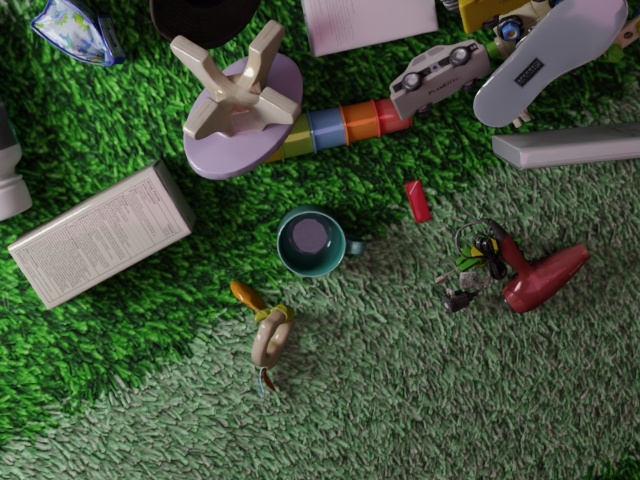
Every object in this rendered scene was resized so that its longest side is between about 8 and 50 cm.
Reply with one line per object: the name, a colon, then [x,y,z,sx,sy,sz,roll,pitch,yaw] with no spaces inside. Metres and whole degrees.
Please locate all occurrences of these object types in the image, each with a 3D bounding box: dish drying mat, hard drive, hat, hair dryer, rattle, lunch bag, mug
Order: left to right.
lunch bag: [-0.416,-0.364,1.561,0.151,0.129,0.096,40,99,-11]
hat: [-0.207,-0.505,1.509,0.134,0.331,0.331,34,103,27]
rattle: [-0.136,0.201,1.752,0.143,0.130,0.200,17,130,4]
mug: [-0.009,0.004,1.692,0.158,0.097,0.129,39,99,-12]
dish drying mat: [0.191,-0.077,1.729,0.032,0.008,0.083,-18,104,1]
hair dryer: [0.387,0.054,1.698,0.293,0.080,0.223,-7,134,-15]
hard drive: [0.491,-0.178,1.619,0.307,0.203,0.040,-6,105,-2]

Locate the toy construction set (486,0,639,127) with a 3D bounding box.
toy construction set: [0.435,-0.365,1.610,0.327,0.151,0.215,-34,128,13]

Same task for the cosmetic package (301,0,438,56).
cosmetic package: [0.087,-0.413,1.601,0.231,0.085,0.117,-12,104,-3]

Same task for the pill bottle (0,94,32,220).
pill bottle: [-0.653,-0.203,1.551,0.204,0.204,0.361,-17,105,1]

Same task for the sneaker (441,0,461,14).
sneaker: [0.235,-0.483,1.549,0.086,0.228,0.132,-10,84,32]

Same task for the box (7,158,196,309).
box: [-0.402,-0.015,1.653,0.311,0.121,0.148,-27,104,4]

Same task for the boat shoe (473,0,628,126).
boat shoe: [0.388,-0.316,1.497,0.113,0.105,0.306,38,123,-5]

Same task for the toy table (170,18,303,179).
toy table: [-0.140,-0.251,1.533,0.252,0.161,0.274,21,71,8]

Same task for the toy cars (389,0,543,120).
toy cars: [0.253,-0.365,1.514,0.176,0.087,0.394,0,143,-37]

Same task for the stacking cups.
stacking cups: [0.010,-0.214,1.652,0.316,0.096,0.096,-14,104,-4]

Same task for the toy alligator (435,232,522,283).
toy alligator: [0.303,0.025,1.742,0.189,0.056,0.051,-25,62,5]
